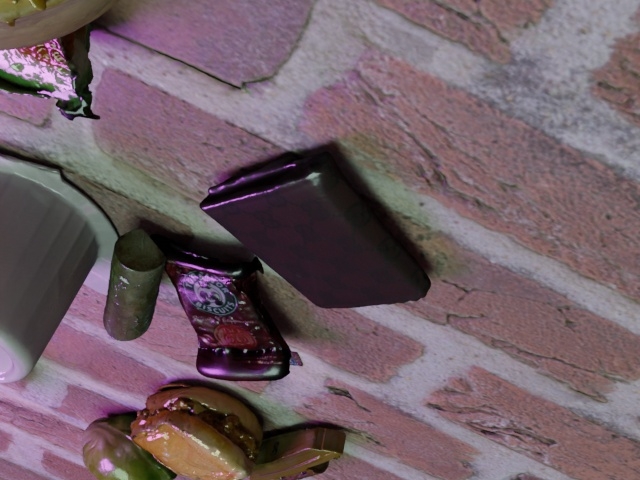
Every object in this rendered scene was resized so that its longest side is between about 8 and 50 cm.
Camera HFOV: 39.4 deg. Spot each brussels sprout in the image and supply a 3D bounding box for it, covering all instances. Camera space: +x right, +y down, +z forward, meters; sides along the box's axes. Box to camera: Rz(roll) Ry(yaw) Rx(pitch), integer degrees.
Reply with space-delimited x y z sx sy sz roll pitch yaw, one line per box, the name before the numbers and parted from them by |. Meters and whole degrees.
brussels sprout | -0.336 0.377 1.584 0.183 0.131 0.145 24 167 -5

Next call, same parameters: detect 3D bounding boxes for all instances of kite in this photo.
kite | -0.047 0.177 1.283 0.044 0.002 0.078 16 143 5

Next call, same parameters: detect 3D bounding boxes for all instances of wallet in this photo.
wallet | 0.000 0.000 0.992 0.181 0.049 0.229 -13 135 37

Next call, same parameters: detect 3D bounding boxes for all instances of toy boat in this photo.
toy boat | -0.037 0.351 1.460 0.088 0.068 0.226 34 139 -27

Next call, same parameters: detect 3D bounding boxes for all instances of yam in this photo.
yam | -0.236 0.057 1.132 0.068 0.068 0.169 22 139 -3

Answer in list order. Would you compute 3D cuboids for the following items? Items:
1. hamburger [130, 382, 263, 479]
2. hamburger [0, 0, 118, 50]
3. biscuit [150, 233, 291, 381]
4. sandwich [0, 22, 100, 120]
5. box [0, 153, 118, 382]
hamburger | -0.195 0.318 1.449 0.213 0.108 0.214 12 142 10
hamburger | -0.221 -0.263 0.548 0.301 0.302 0.170 22 163 -4
biscuit | -0.124 0.089 1.151 0.151 0.063 0.235 2 133 22
sandwich | -0.305 -0.247 0.767 0.292 0.109 0.212 19 138 -3
box | -0.395 0.063 1.124 0.262 0.206 0.291 -11 134 35
